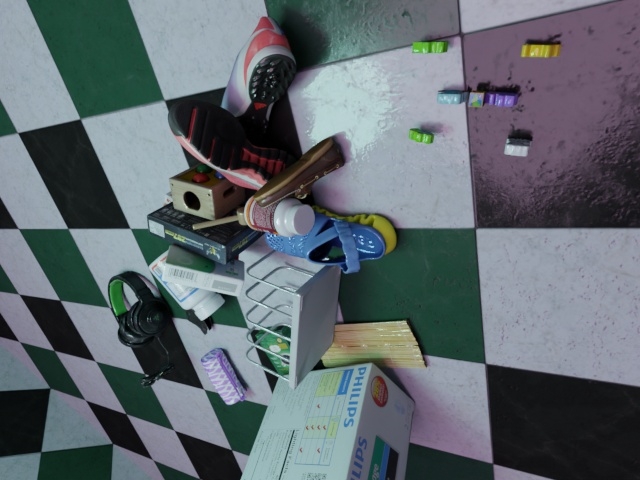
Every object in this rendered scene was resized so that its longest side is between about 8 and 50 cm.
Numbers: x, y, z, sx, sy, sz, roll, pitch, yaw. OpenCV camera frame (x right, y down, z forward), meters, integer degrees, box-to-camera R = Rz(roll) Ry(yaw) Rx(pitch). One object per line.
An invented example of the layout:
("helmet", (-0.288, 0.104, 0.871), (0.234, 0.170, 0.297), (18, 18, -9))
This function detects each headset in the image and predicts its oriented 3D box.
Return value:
("headset", (-0.639, 0.302, 1.451), (0.243, 0.185, 0.394), (-38, 84, 40))

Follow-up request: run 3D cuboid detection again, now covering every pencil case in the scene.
("pencil case", (-0.333, 0.473, 1.442), (0.088, 0.086, 0.206), (-9, 114, 47))

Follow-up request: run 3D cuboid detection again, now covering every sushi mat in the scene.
("sushi mat", (0.115, 0.281, 1.112), (0.316, 0.019, 0.152), (-11, 111, 34))

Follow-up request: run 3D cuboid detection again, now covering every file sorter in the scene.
("file sorter", (-0.076, 0.175, 1.034), (0.173, 0.193, 0.278), (19, 121, 23))

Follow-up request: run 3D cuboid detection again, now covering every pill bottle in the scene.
("pill bottle", (-0.089, -0.054, 0.909), (0.152, 0.086, 0.086), (12, 125, 41))
("pill bottle", (-0.391, 0.126, 1.240), (0.124, 0.124, 0.221), (-32, 100, 39))

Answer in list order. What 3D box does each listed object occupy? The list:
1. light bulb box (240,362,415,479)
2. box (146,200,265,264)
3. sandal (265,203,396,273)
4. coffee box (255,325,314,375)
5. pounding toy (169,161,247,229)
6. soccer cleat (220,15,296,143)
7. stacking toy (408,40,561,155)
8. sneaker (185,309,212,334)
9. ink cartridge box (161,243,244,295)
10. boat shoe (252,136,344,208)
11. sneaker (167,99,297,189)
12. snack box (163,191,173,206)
("light bulb box", (0.021, 0.547, 1.088), (0.361, 0.358, 0.225), (-22, 123, 38))
("box", (-0.273, -0.042, 1.030), (0.232, 0.183, 0.059), (20, 126, 17))
("sandal", (0.000, 0.000, 0.932), (0.317, 0.138, 0.126), (3, 121, 31))
("coffee box", (-0.108, 0.343, 1.263), (0.113, 0.040, 0.184), (-18, 108, 35))
("pounding toy", (-0.248, -0.105, 0.978), (0.206, 0.181, 0.094), (16, 125, 21))
("soccer cleat", (-0.150, -0.306, 0.866), (0.318, 0.108, 0.117), (-38, 59, 51))
("stacking toy", (0.258, -0.240, 0.695), (0.221, 0.052, 0.167), (14, 122, 25))
("sneaker", (-0.424, 0.230, 1.369), (0.170, 0.051, 0.089), (35, 125, 3))
("ink cartridge box", (-0.281, 0.039, 1.031), (0.180, 0.225, 0.056), (14, 117, -18))
("boat shoe", (-0.038, -0.124, 0.849), (0.073, 0.207, 0.073), (58, 169, -26))
("sneaker", (-0.192, -0.169, 0.875), (0.136, 0.116, 0.313), (-4, 156, 44))
("snack box", (-0.367, -0.064, 1.175), (0.178, 0.022, 0.064), (33, 128, 9))
